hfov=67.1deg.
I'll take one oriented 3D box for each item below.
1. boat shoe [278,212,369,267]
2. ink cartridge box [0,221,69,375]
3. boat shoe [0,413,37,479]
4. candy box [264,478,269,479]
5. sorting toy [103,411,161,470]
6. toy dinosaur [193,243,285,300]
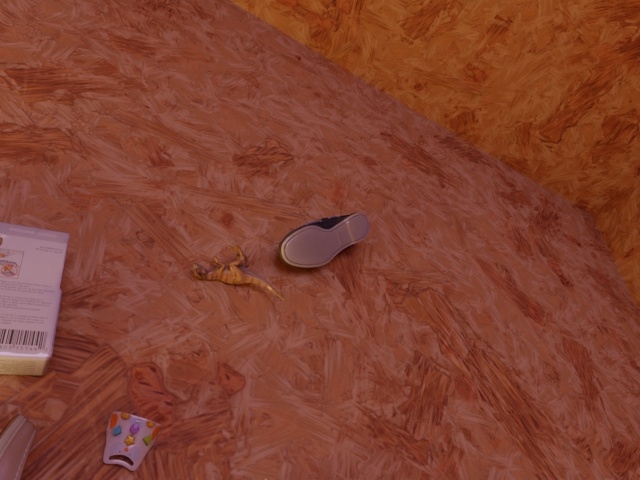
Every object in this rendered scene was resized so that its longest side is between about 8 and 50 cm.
[{"bbox_3d":[0.000,0.000,1.296,0.335,0.095,0.112,-21,100,-44],"label":"boat shoe"},{"bbox_3d":[-0.580,0.078,0.771,0.296,0.066,0.261,12,44,-29],"label":"ink cartridge box"},{"bbox_3d":[-0.402,0.367,0.578,0.098,0.109,0.302,27,40,-25],"label":"boat shoe"},{"bbox_3d":[-0.055,0.497,0.728,0.196,0.070,0.165,37,38,1],"label":"candy box"},{"bbox_3d":[-0.302,0.318,0.761,0.083,0.045,0.075,24,58,-16],"label":"sorting toy"},{"bbox_3d":[-0.183,0.076,1.098,0.211,0.064,0.112,12,61,-15],"label":"toy dinosaur"}]
